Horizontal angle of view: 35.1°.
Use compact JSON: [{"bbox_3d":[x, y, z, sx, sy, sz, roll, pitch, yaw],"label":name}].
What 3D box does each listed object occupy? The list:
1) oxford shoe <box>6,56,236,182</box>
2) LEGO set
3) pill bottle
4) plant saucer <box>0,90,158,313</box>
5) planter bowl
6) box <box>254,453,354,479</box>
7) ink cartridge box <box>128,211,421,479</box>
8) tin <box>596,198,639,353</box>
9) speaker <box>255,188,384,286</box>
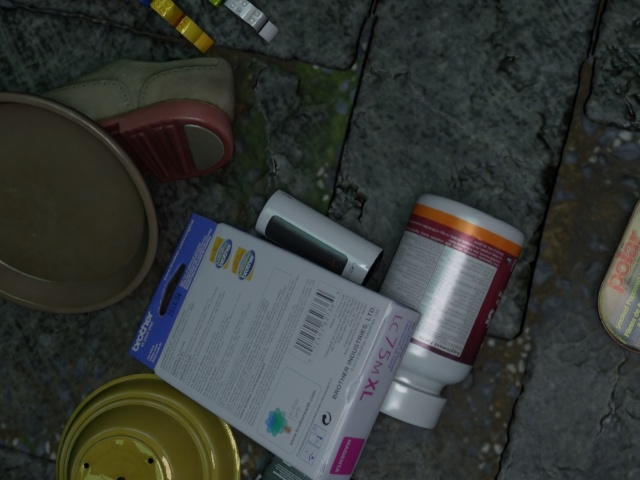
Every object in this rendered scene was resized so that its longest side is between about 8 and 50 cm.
[{"bbox_3d":[-0.253,-0.132,1.140,0.348,0.123,0.130,-3,55,14],"label":"oxford shoe"},{"bbox_3d":[-0.165,-0.281,1.125,0.227,0.093,0.087,40,93,9],"label":"LEGO set"},{"bbox_3d":[0.115,0.072,1.043,0.121,0.121,0.221,23,91,10],"label":"pill bottle"},{"bbox_3d":[-0.304,-0.041,1.094,0.278,0.041,0.277,6,124,9],"label":"plant saucer"},{"bbox_3d":[-0.203,0.255,1.100,0.217,0.090,0.217,-1,86,10],"label":"planter bowl"},{"bbox_3d":[-0.010,0.339,1.087,0.191,0.045,0.184,32,94,9],"label":"box"},{"bbox_3d":[-0.059,0.100,1.054,0.311,0.065,0.185,23,90,39],"label":"ink cartridge box"},{"bbox_3d":[0.356,0.026,1.051,0.106,0.040,0.189,24,90,6],"label":"tin"},{"bbox_3d":[0.000,0.000,1.101,0.136,0.055,0.055,31,92,9],"label":"speaker"}]
